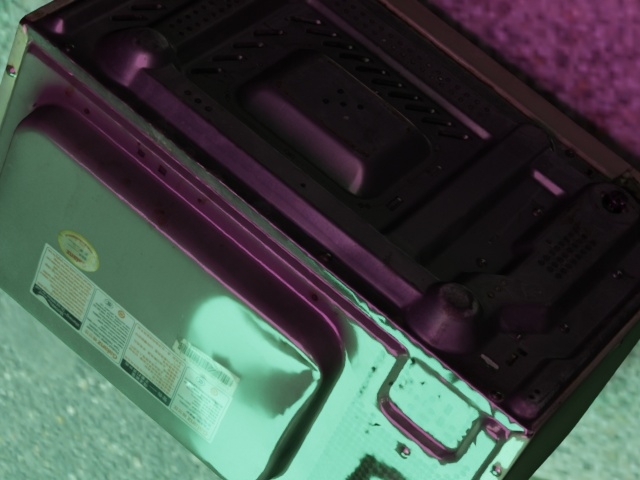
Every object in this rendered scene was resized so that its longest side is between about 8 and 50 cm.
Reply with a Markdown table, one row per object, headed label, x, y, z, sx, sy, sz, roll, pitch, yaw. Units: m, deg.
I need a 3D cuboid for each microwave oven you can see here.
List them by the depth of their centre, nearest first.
| label | x | y | z | sx | sy | sz | roll | pitch | yaw |
| --- | --- | --- | --- | --- | --- | --- | --- | --- | --- |
| microwave oven | 0.000 | 0.000 | 0.725 | 0.240 | 0.194 | 0.145 | 40 | 131 | 12 |
